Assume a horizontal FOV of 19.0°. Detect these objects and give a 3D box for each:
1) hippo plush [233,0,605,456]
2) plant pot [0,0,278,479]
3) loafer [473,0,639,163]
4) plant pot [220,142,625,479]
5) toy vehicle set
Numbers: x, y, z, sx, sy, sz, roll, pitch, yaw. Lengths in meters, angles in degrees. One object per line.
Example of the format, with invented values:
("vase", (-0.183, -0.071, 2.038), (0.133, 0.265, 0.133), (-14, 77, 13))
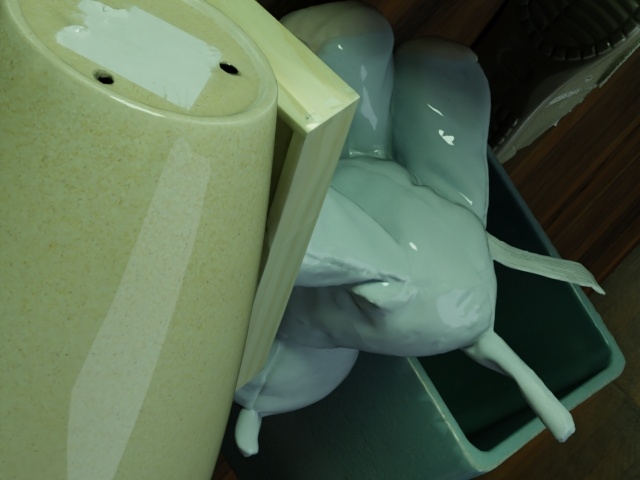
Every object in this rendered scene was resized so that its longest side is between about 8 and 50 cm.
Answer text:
("hippo plush", (0.000, 0.000, 1.237), (0.236, 0.294, 0.234), (-36, -151, 50))
("plant pot", (-0.130, 0.018, 0.876), (0.256, 0.256, 0.274), (-23, 148, -55))
("loafer", (0.193, -0.162, 1.546), (0.268, 0.102, 0.092), (-43, 168, 23))
("plant pot", (0.032, 0.085, 1.492), (0.252, 0.247, 0.248), (-35, 174, 37))
("toy vehicle set", (-0.076, -0.041, 1.005), (0.035, 0.166, 0.267), (-37, 162, -30))
